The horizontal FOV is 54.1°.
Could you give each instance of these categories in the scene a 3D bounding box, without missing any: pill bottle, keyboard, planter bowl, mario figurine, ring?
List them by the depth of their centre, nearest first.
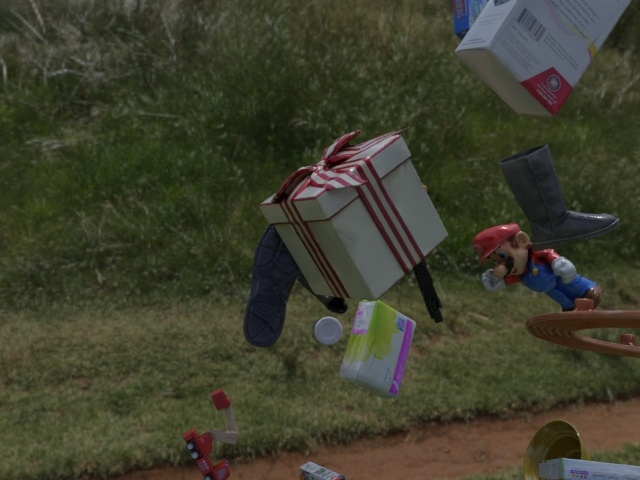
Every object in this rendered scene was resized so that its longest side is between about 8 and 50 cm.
[{"bbox_3d":[0.428,0.114,0.768,0.337,0.032,0.336,8,-14,2],"label":"ring"},{"bbox_3d":[0.507,0.092,1.532,0.320,0.198,0.170,34,20,9],"label":"mario figurine"},{"bbox_3d":[0.635,0.586,1.632,0.090,0.217,0.217,25,20,-13],"label":"planter bowl"},{"bbox_3d":[0.278,0.091,1.760,0.033,0.317,0.201,-23,14,-1],"label":"keyboard"},{"bbox_3d":[0.016,0.311,2.151,0.094,0.094,0.169,6,-10,-7],"label":"pill bottle"}]

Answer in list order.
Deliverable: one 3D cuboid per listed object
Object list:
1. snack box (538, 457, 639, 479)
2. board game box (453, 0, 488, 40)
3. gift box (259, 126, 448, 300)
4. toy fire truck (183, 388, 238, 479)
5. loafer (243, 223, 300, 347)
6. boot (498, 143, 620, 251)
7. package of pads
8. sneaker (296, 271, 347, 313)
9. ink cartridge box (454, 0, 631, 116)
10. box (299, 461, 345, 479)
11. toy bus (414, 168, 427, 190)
[{"bbox_3d":[0.461,0.400,1.073,0.141,0.037,0.100,7,-21,-3],"label":"snack box"},{"bbox_3d":[0.449,-0.620,1.788,0.047,0.160,0.210,-11,-19,39],"label":"board game box"},{"bbox_3d":[0.074,-0.060,1.198,0.255,0.258,0.276,-41,18,-31],"label":"gift box"},{"bbox_3d":[-0.244,0.463,1.467,0.135,0.192,0.047,-28,-2,-11],"label":"toy fire truck"},{"bbox_3d":[-0.097,0.072,1.318,0.109,0.302,0.095,18,-7,-8],"label":"loafer"},{"bbox_3d":[0.482,-0.095,1.267,0.190,0.208,0.076,-16,5,20],"label":"boot"},{"bbox_3d":[0.200,0.373,2.174,0.229,0.296,0.101,32,-26,-33],"label":"package of pads"},{"bbox_3d":[0.007,0.146,1.936,0.234,0.078,0.106,47,-11,-21],"label":"sneaker"},{"bbox_3d":[0.457,-0.441,1.283,0.226,0.306,0.131,35,-4,-24],"label":"ink cartridge box"},{"bbox_3d":[0.012,0.609,1.392,0.036,0.207,0.114,-13,10,-42],"label":"box"},{"bbox_3d":[0.244,-0.200,2.058,0.220,0.149,0.211,51,16,28],"label":"toy bus"}]
